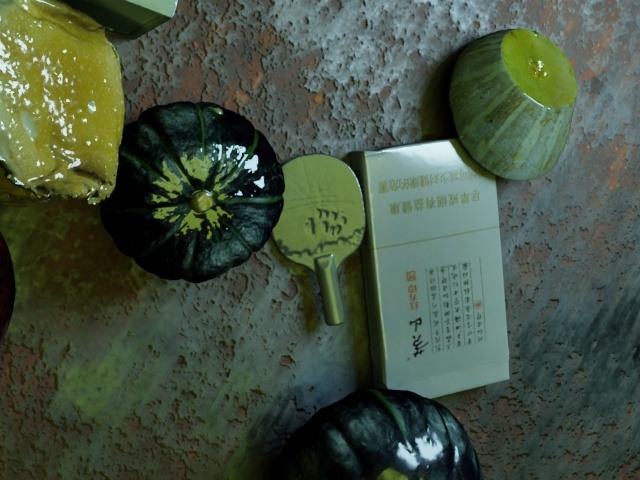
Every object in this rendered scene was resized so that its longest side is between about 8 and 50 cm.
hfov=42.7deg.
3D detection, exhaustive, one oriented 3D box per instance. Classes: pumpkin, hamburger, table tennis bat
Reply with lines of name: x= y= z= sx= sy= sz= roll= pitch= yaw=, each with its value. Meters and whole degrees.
pumpkin: x=0.088 y=0.347 z=1.052 sx=0.296 sy=0.296 sz=0.295 roll=-3 pitch=99 yaw=-21
pumpkin: x=-0.151 y=-0.057 z=0.968 sx=0.221 sy=0.162 sz=0.220 roll=-3 pitch=102 yaw=-16
hamburger: x=-0.312 y=-0.145 z=0.825 sx=0.163 sy=0.244 sz=0.244 roll=-6 pitch=104 yaw=24
pumpkin: x=0.286 y=-0.199 z=1.120 sx=0.217 sy=0.110 sz=0.217 roll=6 pitch=76 yaw=-24
table tennis bat: x=0.000 y=0.000 z=1.095 sx=0.131 sy=0.022 sz=0.234 roll=-10 pitch=100 yaw=-2

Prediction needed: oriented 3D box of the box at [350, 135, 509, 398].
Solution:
box: x=0.161 y=0.041 z=1.160 sx=0.205 sy=0.051 sz=0.365 roll=-10 pitch=100 yaw=-20

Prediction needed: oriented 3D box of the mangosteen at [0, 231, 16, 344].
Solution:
mangosteen: x=-0.456 y=0.067 z=0.815 sx=0.297 sy=0.293 sz=0.297 roll=9 pitch=63 yaw=-17

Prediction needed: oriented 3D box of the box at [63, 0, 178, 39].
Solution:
box: x=-0.266 y=-0.312 z=0.850 sx=0.225 sy=0.225 sz=0.117 roll=16 pitch=91 yaw=-24
